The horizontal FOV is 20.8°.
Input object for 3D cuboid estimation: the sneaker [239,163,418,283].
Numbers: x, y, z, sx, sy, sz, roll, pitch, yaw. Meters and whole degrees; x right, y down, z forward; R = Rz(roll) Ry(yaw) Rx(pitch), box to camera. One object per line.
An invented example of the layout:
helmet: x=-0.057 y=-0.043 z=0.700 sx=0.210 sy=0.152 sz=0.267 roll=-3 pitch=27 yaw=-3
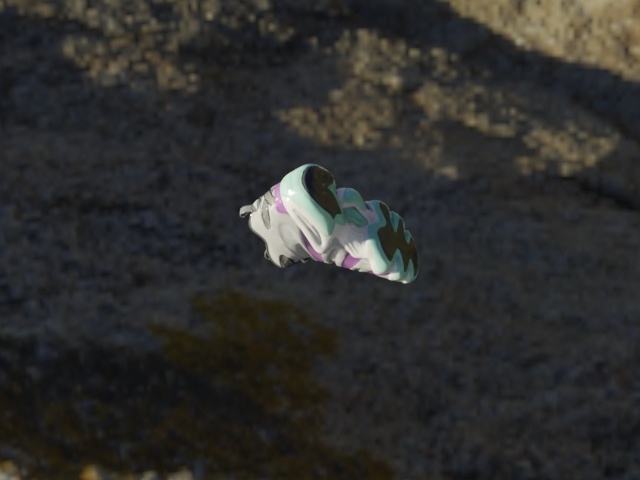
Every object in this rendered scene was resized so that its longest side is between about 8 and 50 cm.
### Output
sneaker: x=0.000 y=0.000 z=0.915 sx=0.069 sy=0.098 sz=0.038 roll=-26 pitch=40 yaw=36
